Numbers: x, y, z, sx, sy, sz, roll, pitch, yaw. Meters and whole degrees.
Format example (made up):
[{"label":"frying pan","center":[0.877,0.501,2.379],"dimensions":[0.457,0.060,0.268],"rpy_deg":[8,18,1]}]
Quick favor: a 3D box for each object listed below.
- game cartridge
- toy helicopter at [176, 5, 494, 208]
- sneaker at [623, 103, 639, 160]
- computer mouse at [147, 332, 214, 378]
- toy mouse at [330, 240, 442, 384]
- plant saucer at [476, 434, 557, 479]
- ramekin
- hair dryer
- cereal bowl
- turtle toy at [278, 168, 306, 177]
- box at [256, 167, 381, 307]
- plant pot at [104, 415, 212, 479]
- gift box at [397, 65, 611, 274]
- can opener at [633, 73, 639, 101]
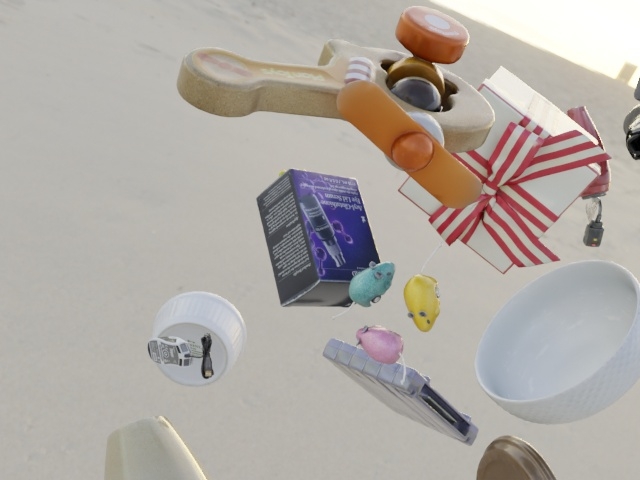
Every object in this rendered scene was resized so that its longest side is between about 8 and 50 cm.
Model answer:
[{"label":"game cartridge","center":[0.176,0.322,1.545],"dimensions":[0.230,0.068,0.355],"rpy_deg":[21,-17,42]},{"label":"toy helicopter","center":[0.030,-0.141,0.753],"dimensions":[0.355,0.140,0.235],"rpy_deg":[-1,45,-27]},{"label":"sneaker","center":[0.663,-0.218,1.452],"dimensions":[0.286,0.130,0.109],"rpy_deg":[-91,156,-80]},{"label":"computer mouse","center":[-0.314,0.250,1.641],"dimensions":[0.193,0.106,0.042],"rpy_deg":[5,19,33]},{"label":"toy mouse","center":[0.064,0.080,0.815],"dimensions":[0.143,0.161,0.031],"rpy_deg":[-5,-18,34]},{"label":"plant saucer","center":[0.385,0.523,1.408],"dimensions":[0.041,0.277,0.278],"rpy_deg":[-7,28,-21]},{"label":"ramekin","center":[-0.349,0.288,2.025],"dimensions":[0.273,0.273,0.127],"rpy_deg":[25,24,-7]},{"label":"hair dryer","center":[0.534,-0.146,1.541],"dimensions":[0.080,0.293,0.223],"rpy_deg":[-12,36,-11]},{"label":"cereal bowl","center":[0.461,0.202,1.328],"dimensions":[0.141,0.339,0.339],"rpy_deg":[45,9,-19]},{"label":"turtle toy","center":[-0.058,-0.135,1.850],"dimensions":[0.130,0.066,0.095],"rpy_deg":[-1,32,10]},{"label":"box","center":[0.000,0.000,1.203],"dimensions":[0.153,0.108,0.207],"rpy_deg":[4,61,-41]},{"label":"plant pot","center":[-0.329,0.504,1.450],"dimensions":[0.256,0.256,0.274],"rpy_deg":[6,53,-52]},{"label":"gift box","center":[0.319,-0.116,1.189],"dimensions":[0.276,0.255,0.258],"rpy_deg":[35,30,7]},{"label":"can opener","center":[0.620,-0.370,1.240],"dimensions":[0.074,0.280,0.093],"rpy_deg":[15,12,-9]}]
